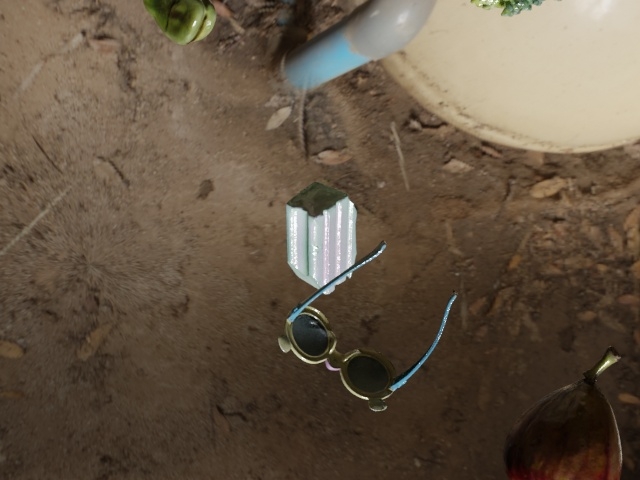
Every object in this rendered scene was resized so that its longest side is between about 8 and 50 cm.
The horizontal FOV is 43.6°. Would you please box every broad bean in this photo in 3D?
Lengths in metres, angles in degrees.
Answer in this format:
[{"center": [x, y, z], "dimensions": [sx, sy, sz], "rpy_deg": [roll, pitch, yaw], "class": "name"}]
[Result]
[{"center": [-0.318, -0.517, 1.774], "dimensions": [0.072, 0.207, 0.153], "rpy_deg": [-10, 129, -49], "class": "broad bean"}]

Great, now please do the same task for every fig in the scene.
[{"center": [0.193, 0.140, 0.609], "dimensions": [0.089, 0.089, 0.125], "rpy_deg": [30, 76, -13], "class": "fig"}]

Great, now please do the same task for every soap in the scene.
[{"center": [0.000, 0.000, 1.672], "dimensions": [0.145, 0.091, 0.230], "rpy_deg": [-37, 142, -39], "class": "soap"}]

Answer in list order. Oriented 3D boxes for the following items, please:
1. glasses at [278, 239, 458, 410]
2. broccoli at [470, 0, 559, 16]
[{"center": [0.075, 0.101, 1.090], "dimensions": [0.190, 0.088, 0.220], "rpy_deg": [35, 116, -8], "class": "glasses"}, {"center": [0.396, -0.590, 1.565], "dimensions": [0.339, 0.317, 0.277], "rpy_deg": [-8, 118, -5], "class": "broccoli"}]
